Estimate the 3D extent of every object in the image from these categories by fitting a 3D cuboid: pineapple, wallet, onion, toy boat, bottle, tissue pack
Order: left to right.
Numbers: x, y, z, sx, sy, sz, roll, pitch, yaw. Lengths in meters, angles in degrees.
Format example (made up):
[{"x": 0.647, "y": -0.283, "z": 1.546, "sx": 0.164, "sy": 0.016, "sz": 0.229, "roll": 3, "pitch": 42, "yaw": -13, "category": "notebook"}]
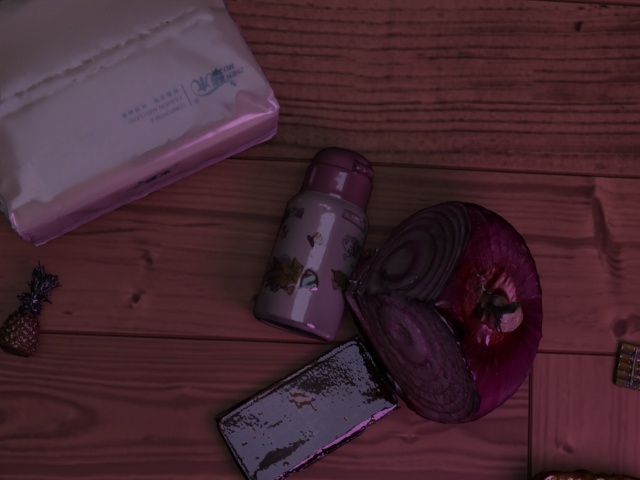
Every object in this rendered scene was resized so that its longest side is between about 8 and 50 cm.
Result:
[{"x": -0.386, "y": 0.092, "z": 1.859, "sx": 0.058, "sy": 0.058, "sz": 0.124, "roll": 19, "pitch": 68, "yaw": -2, "category": "pineapple"}, {"x": -0.277, "y": -0.201, "z": 1.818, "sx": 0.380, "sy": 0.207, "sz": 0.297, "roll": -27, "pitch": 85, "yaw": -7, "category": "tissue pack"}, {"x": -0.017, "y": 0.233, "z": 1.877, "sx": 0.232, "sy": 0.031, "sz": 0.122, "roll": -30, "pitch": 82, "yaw": -10, "category": "wallet"}, {"x": 0.000, "y": 0.000, "z": 1.863, "sx": 0.120, "sy": 0.120, "sz": 0.253, "roll": 18, "pitch": 80, "yaw": -2, "category": "bottle"}, {"x": 0.185, "y": 0.087, "z": 1.813, "sx": 0.272, "sy": 0.256, "sz": 0.230, "roll": 23, "pitch": 47, "yaw": 33, "category": "onion"}, {"x": 0.464, "y": 0.180, "z": 1.929, "sx": 0.115, "sy": 0.016, "sz": 0.063, "roll": 11, "pitch": 82, "yaw": -3, "category": "toy boat"}]

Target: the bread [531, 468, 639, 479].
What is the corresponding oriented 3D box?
[{"x": 0.364, "y": 0.396, "z": 1.854, "sx": 0.222, "sy": 0.096, "sz": 0.181, "roll": 12, "pitch": 82, "yaw": -1, "category": "bread"}]
